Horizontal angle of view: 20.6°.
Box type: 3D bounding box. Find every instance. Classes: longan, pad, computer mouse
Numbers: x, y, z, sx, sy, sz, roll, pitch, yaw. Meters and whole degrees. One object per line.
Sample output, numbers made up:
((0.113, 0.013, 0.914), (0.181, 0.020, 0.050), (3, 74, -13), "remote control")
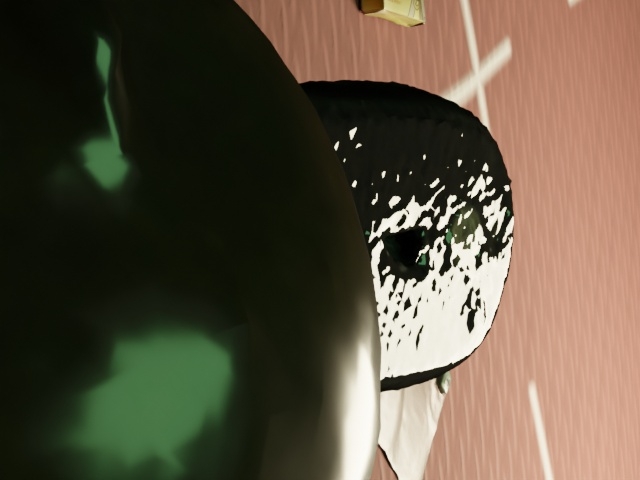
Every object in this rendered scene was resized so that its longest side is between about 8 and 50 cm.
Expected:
((-0.120, 0.025, 0.539), (0.297, 0.297, 0.297), (18, 70, -62), "longan")
((0.045, 0.077, 1.163), (0.188, 0.006, 0.113), (61, 36, -40), "pad")
((-0.004, 0.000, 0.954), (0.323, 0.116, 0.183), (-1, 90, -56), "computer mouse")

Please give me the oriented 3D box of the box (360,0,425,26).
((0.046, -0.223, 1.199), (0.073, 0.020, 0.149), (0, 85, -63), "box")
